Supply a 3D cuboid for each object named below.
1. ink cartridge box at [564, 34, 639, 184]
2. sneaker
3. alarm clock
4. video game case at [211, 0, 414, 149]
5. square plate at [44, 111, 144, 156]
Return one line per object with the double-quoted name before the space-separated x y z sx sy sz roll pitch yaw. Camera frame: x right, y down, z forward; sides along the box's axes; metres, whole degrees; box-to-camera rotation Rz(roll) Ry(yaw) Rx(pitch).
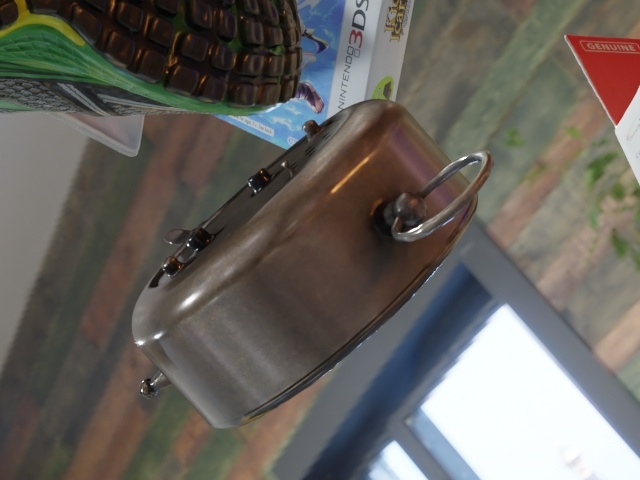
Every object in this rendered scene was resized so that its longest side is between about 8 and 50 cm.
"ink cartridge box" 0.392 -0.107 1.245 0.296 0.261 0.066 -1 -40 -22
"sneaker" -0.160 -0.129 0.778 0.343 0.134 0.146 5 -16 -34
"alarm clock" 0.000 0.000 0.502 0.129 0.064 0.192 -46 13 -29
"video game case" -0.042 -0.221 1.363 0.061 0.269 0.244 -26 -46 -49
"square plate" -0.278 -0.295 1.428 0.049 0.347 0.344 -2 -15 32
